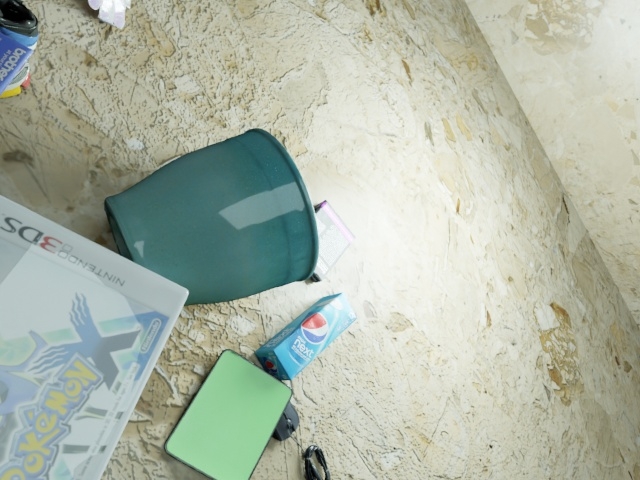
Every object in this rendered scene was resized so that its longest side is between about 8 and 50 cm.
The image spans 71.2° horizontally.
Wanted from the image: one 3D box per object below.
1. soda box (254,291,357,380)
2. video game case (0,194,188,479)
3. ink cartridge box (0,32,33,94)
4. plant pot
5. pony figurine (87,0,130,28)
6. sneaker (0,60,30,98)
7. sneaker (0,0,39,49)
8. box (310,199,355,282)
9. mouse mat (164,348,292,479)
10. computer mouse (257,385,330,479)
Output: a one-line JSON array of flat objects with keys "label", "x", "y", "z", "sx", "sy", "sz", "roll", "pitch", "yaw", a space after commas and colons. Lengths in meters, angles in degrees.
[{"label": "soda box", "x": -0.023, "y": 0.185, "z": 0.883, "sx": 0.210, "sy": 0.071, "sz": 0.067, "roll": -35, "pitch": 99, "yaw": -41}, {"label": "video game case", "x": -0.336, "y": 0.128, "z": 0.453, "sx": 0.300, "sy": 0.036, "sz": 0.328, "roll": 32, "pitch": 56, "yaw": -22}, {"label": "ink cartridge box", "x": -0.530, "y": -0.222, "z": 0.521, "sx": 0.311, "sy": 0.065, "sz": 0.185, "roll": 26, "pitch": 74, "yaw": -9}, {"label": "plant pot", "x": -0.181, "y": -0.015, "z": 0.709, "sx": 0.255, "sy": 0.272, "sz": 0.271, "roll": -22, "pitch": 90, "yaw": -28}, {"label": "pony figurine", "x": -0.401, "y": -0.565, "z": 0.687, "sx": 0.303, "sy": 0.364, "sz": 0.350, "roll": 5, "pitch": 88, "yaw": -46}, {"label": "sneaker", "x": -0.517, "y": -0.234, "z": 0.601, "sx": 0.225, "sy": 0.093, "sz": 0.088, "roll": -34, "pitch": 99, "yaw": -37}, {"label": "sneaker", "x": -0.501, "y": -0.344, "z": 0.658, "sx": 0.152, "sy": 0.085, "sz": 0.058, "roll": 20, "pitch": 64, "yaw": -33}, {"label": "box", "x": 0.000, "y": 0.000, "z": 0.993, "sx": 0.116, "sy": 0.029, "sz": 0.162, "roll": 51, "pitch": 49, "yaw": -13}, {"label": "mouse mat", "x": -0.148, "y": 0.300, "z": 0.756, "sx": 0.153, "sy": 0.007, "sz": 0.189, "roll": 35, "pitch": 61, "yaw": -9}, {"label": "computer mouse", "x": -0.045, "y": 0.365, "z": 0.825, "sx": 0.071, "sy": 0.041, "sz": 0.242, "roll": -43, "pitch": 104, "yaw": -41}]
